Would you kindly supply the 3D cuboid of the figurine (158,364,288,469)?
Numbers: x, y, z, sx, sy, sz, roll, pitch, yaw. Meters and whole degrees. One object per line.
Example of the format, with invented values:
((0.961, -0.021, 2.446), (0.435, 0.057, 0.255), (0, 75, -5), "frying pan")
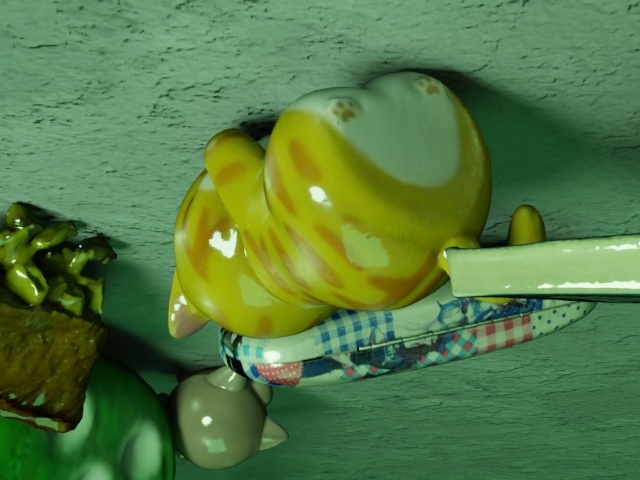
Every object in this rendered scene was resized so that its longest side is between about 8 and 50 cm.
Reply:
((-0.118, 0.203, 1.508), (0.138, 0.125, 0.125), (-24, 149, 23), "figurine")

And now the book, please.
((0.310, 0.022, 0.810), (0.300, 0.039, 0.428), (-2, 176, 35), "book")

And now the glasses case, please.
((0.077, 0.061, 1.075), (0.327, 0.076, 0.125), (-11, -165, -21), "glasses case")

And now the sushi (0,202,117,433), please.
((-0.281, 0.068, 1.156), (0.166, 0.179, 0.296), (4, 162, 44), "sushi")

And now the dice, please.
((-0.356, 0.260, 1.397), (0.297, 0.287, 0.300), (-3, 152, 32), "dice")

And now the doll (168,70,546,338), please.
((0.002, -0.018, 0.902), (0.166, 0.162, 0.269), (-12, 180, -36), "doll")
